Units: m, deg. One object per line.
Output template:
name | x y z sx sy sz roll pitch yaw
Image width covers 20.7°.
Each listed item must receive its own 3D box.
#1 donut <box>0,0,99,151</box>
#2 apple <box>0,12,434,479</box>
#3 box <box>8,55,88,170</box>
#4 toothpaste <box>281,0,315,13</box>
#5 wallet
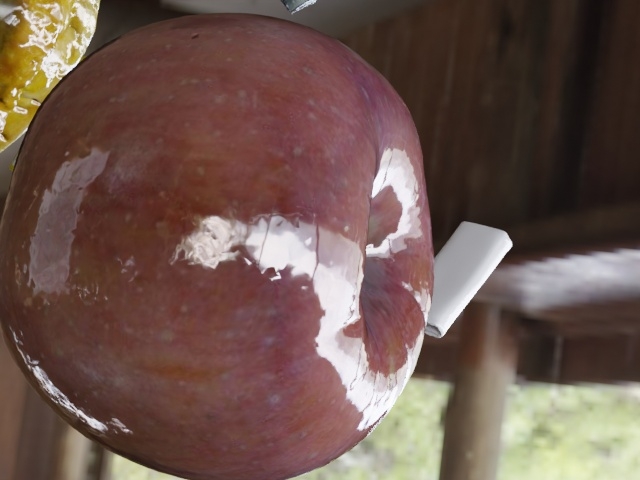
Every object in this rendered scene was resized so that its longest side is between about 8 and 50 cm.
donut | -0.373 -0.232 1.721 0.330 0.330 0.160 4 -174 18
apple | -0.063 0.002 1.046 0.235 0.305 0.306 2 169 17
box | -0.315 -0.150 2.099 0.023 0.155 0.087 32 -169 9
toothpaste | 0.029 -0.334 2.101 0.196 0.040 0.047 -27 -175 42
wallet | 0.123 0.035 1.637 0.061 0.122 0.025 20 150 37
